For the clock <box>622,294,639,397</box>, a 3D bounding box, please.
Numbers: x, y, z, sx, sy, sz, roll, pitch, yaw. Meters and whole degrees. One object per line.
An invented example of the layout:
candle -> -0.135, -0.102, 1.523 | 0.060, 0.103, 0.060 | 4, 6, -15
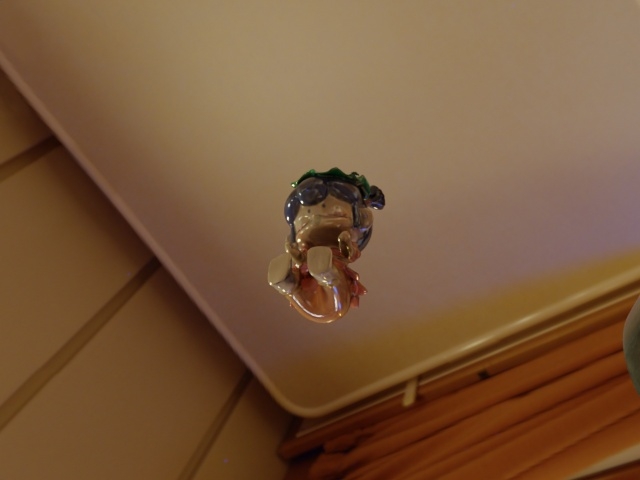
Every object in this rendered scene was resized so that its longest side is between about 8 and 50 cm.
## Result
clock -> 0.466, 0.150, 0.696 | 0.386, 0.076, 0.386 | 15, -145, -11

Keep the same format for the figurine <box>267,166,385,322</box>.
figurine -> 0.000, 0.000, 0.774 | 0.195, 0.112, 0.102 | -79, -28, -44
